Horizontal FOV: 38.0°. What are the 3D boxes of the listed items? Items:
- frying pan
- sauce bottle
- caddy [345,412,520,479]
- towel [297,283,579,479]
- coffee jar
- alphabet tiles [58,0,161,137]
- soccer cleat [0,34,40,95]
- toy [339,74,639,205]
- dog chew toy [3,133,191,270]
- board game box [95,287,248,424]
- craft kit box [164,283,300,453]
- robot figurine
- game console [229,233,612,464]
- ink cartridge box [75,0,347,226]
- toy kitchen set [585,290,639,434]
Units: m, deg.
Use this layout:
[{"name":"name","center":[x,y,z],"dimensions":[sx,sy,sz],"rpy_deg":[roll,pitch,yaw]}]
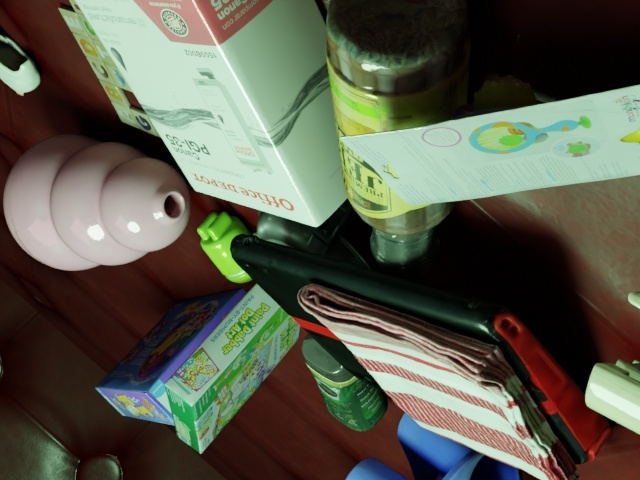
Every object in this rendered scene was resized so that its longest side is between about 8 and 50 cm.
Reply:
[{"name":"frying pan","center":[0.019,0.021,1.144],"dimensions":[0.197,0.053,0.326],"rpy_deg":[47,159,-15]},{"name":"sauce bottle","center":[0.071,-0.076,0.805],"dimensions":[0.111,0.111,0.344],"rpy_deg":[31,156,24]},{"name":"caddy","center":[0.172,0.384,1.287],"dimensions":[0.179,0.241,0.341],"rpy_deg":[33,156,35]},{"name":"towel","center":[0.134,0.168,1.003],"dimensions":[0.237,0.037,0.329],"rpy_deg":[17,157,40]},{"name":"coffee jar","center":[0.037,0.200,1.373],"dimensions":[0.096,0.079,0.184],"rpy_deg":[29,155,35]},{"name":"alphabet tiles","center":[-0.237,-0.213,1.175],"dimensions":[0.198,0.009,0.237],"rpy_deg":[24,151,36]},{"name":"soccer cleat","center":[-0.501,-0.290,1.388],"dimensions":[0.196,0.068,0.076],"rpy_deg":[31,150,8]},{"name":"toy","center":[0.150,-0.081,0.662],"dimensions":[0.237,0.056,0.137],"rpy_deg":[-3,159,27]},{"name":"dog chew toy","center":[-0.314,-0.055,1.349],"dimensions":[0.331,0.207,0.207],"rpy_deg":[3,136,44]},{"name":"board game box","center":[-0.249,0.203,1.627],"dimensions":[0.078,0.233,0.347],"rpy_deg":[48,156,-13]},{"name":"craft kit box","center":[-0.120,0.175,1.365],"dimensions":[0.061,0.247,0.250],"rpy_deg":[33,156,12]},{"name":"robot figurine","center":[-0.123,0.012,1.313],"dimensions":[0.101,0.067,0.115],"rpy_deg":[-2,132,47]},{"name":"game console","center":[0.114,0.117,1.054],"dimensions":[0.386,0.060,0.342],"rpy_deg":[14,154,43]},{"name":"ink cartridge box","center":[-0.087,-0.164,0.890],"dimensions":[0.207,0.117,0.283],"rpy_deg":[17,146,43]},{"name":"toy kitchen set","center":[0.327,0.088,0.760],"dimensions":[0.122,0.166,0.207],"rpy_deg":[27,-171,32]}]
